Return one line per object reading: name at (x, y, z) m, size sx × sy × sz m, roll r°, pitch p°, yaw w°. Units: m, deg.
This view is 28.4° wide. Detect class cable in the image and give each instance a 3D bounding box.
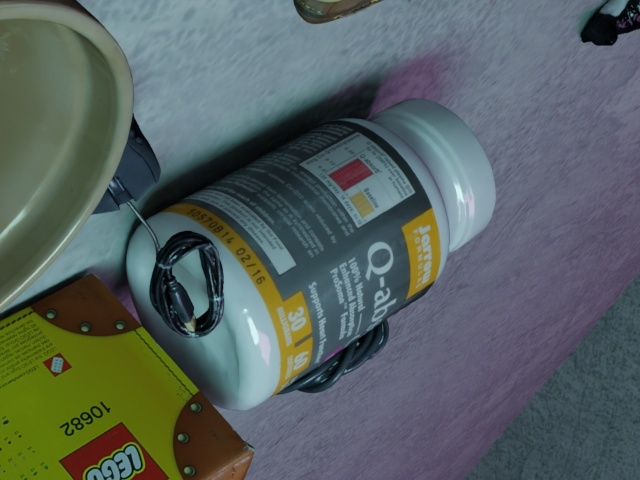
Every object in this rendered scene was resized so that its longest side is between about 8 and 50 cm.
cable at (-0.024, 0.079, 1.088) m, size 0.150 × 0.184 × 0.047 m, roll -51°, pitch 133°, yaw -58°

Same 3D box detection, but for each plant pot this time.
plant pot at (-0.210, -0.042, 0.570) m, size 0.237 × 0.110 × 0.237 m, roll -37°, pitch 159°, yaw -17°

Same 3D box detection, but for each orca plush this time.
orca plush at (0.404, -0.286, 1.303) m, size 0.287 × 0.102 × 0.151 m, roll -40°, pitch 160°, yaw -11°

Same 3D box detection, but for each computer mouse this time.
computer mouse at (-0.115, -0.014, 0.775) m, size 0.071 × 0.041 × 0.242 m, roll -32°, pitch 133°, yaw -3°

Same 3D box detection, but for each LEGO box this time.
LEGO box at (-0.324, 0.296, 0.894) m, size 0.500 × 0.193 × 0.372 m, roll -30°, pitch 155°, yaw -35°

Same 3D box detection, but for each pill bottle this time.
pill bottle at (0.000, 0.000, 0.991) m, size 0.278 × 0.162 × 0.162 m, roll -31°, pitch 156°, yaw -33°

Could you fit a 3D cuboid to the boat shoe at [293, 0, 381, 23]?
boat shoe at (0.054, -0.201, 0.851) m, size 0.178 × 0.064 × 0.060 m, roll -31°, pitch 162°, yaw -19°
